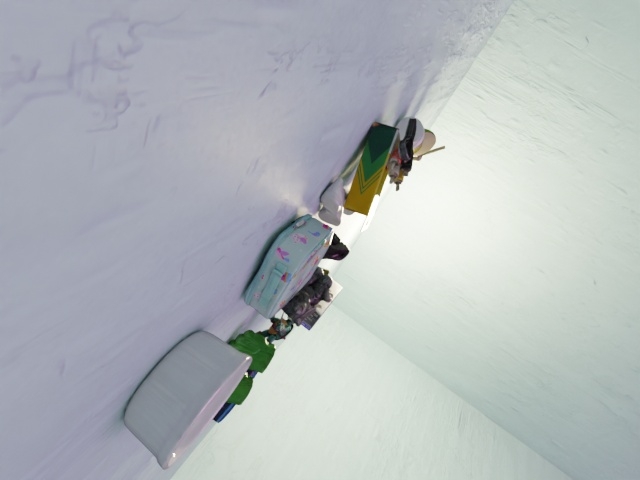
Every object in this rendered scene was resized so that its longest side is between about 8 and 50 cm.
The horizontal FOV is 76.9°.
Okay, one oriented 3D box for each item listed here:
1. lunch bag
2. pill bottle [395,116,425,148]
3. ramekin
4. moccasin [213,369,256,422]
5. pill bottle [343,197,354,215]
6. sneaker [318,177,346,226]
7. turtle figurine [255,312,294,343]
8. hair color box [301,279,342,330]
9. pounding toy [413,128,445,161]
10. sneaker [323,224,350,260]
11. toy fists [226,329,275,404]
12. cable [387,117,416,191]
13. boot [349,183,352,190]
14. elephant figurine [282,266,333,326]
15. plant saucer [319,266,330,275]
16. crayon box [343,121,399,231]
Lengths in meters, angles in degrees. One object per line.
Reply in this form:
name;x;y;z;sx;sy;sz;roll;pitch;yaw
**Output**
lunch bag;-0.086;0.067;1.068;0.224;0.108;0.279;-40;163;-53
pill bottle;0.345;-0.409;1.576;0.119;0.119;0.208;-56;172;8
ramekin;-0.289;0.334;0.887;0.277;0.135;0.277;-54;173;-10
moccasin;-0.341;0.561;1.638;0.341;0.117;0.137;-55;173;-25
pill bottle;0.126;-0.144;1.587;0.067;0.067;0.120;-59;171;27
sneaker;0.046;-0.115;1.234;0.212;0.080;0.094;100;15;-70
turtle figurine;-0.162;0.314;1.463;0.234;0.118;0.175;-39;-162;-15
hair color box;-0.040;0.258;1.867;0.110;0.185;0.339;-56;172;21
pounding toy;0.460;-0.486;1.922;0.183;0.109;0.237;-26;151;34
sneaker;0.000;0.000;1.441;0.228;0.130;0.087;11;122;-51
toy fists;-0.274;0.416;1.335;0.279;0.142;0.096;-56;-157;13
cable;0.251;-0.297;1.241;0.139;0.072;0.286;67;29;-51
boot;0.170;-0.223;1.523;0.137;0.077;0.197;37;55;-50
elephant figurine;-0.075;0.192;1.298;0.239;0.170;0.185;-47;144;-47
plant saucer;-0.068;0.176;1.621;0.188;0.045;0.188;23;98;-53
crayon box;0.158;-0.190;1.266;0.202;0.081;0.318;-17;126;-78
